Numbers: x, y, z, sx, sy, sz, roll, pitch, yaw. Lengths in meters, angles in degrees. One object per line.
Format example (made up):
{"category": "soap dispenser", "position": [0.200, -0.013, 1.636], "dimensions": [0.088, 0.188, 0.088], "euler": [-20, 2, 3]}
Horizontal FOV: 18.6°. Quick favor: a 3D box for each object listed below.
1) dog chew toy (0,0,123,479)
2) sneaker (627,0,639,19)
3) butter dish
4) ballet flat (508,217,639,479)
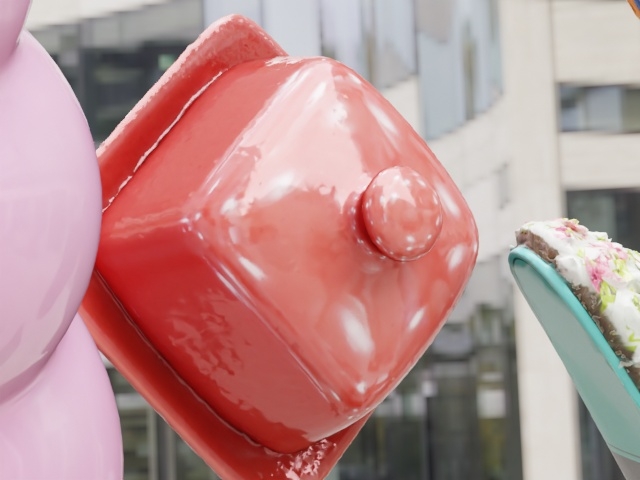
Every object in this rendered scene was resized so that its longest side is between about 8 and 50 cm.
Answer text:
{"category": "dog chew toy", "position": [-0.158, 0.004, 0.594], "dimensions": [0.206, 0.332, 0.207], "euler": [6, 31, -4]}
{"category": "sneaker", "position": [0.159, -0.069, 0.336], "dimensions": [0.221, 0.087, 0.083], "euler": [-23, -56, 16]}
{"category": "butter dish", "position": [0.000, 0.000, 0.749], "dimensions": [0.118, 0.160, 0.160], "euler": [-18, 28, 51]}
{"category": "ballet flat", "position": [0.156, 0.076, 0.787], "dimensions": [0.077, 0.241, 0.091], "euler": [-35, 22, -11]}
